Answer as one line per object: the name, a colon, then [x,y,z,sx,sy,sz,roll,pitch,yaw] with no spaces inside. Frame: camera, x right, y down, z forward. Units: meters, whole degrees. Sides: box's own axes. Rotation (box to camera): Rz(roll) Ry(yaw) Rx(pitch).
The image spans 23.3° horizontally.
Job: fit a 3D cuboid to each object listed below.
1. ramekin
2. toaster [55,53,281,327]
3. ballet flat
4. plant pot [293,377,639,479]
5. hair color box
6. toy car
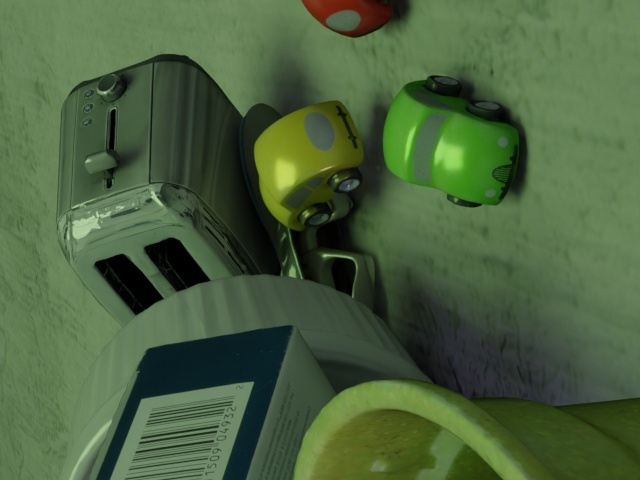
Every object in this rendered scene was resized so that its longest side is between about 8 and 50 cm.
ramekin: [-0.042,0.143,1.019,0.127,0.273,0.272,-109,21,-54]
toaster: [-0.104,-0.013,1.139,0.227,0.129,0.146,57,-155,-43]
ballet flat: [0.000,0.000,1.108,0.068,0.072,0.213,-14,88,39]
plant pot: [0.158,0.161,0.582,0.276,0.254,0.276,37,132,56]
hair color box: [-0.005,0.231,0.889,0.347,0.105,0.174,60,-148,-34]
toy car: [0.034,-0.086,0.955,0.225,0.053,0.239,37,122,47]
